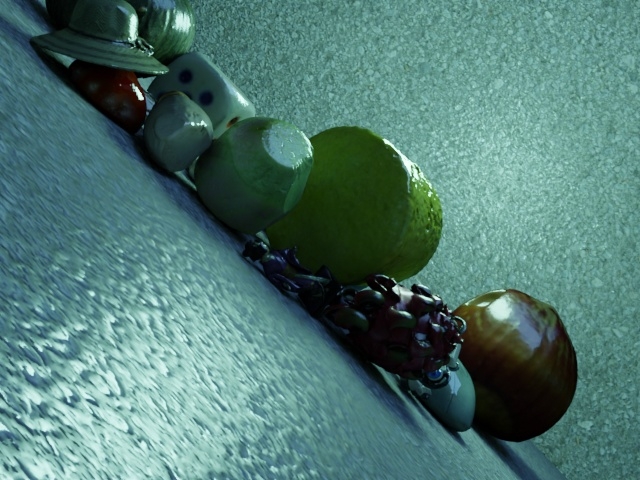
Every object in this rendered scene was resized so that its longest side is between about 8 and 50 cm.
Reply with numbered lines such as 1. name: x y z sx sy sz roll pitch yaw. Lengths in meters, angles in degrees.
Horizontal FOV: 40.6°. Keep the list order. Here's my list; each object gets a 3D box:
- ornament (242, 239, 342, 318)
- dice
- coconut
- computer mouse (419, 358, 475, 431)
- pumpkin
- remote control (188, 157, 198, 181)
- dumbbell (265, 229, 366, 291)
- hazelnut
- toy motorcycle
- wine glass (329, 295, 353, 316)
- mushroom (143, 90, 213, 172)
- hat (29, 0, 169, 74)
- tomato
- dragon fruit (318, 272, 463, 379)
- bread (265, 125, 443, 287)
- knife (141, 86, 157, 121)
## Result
1. ornament: -0.053 0.049 1.556 0.203 0.081 0.088 42 5 -39
2. dice: -0.277 -0.305 1.995 0.194 0.192 0.193 45 6 9
3. coconut: -0.130 -0.120 1.646 0.205 0.235 0.236 11 26 -36
4. computer mouse: 0.253 0.293 2.005 0.188 0.122 0.371 43 2 -34
5. pumpkin: -0.448 -0.520 1.936 0.327 0.257 0.291 53 19 15
6. remote control: -0.244 -0.135 1.780 0.074 0.032 0.122 44 3 -22
7. dumbbell: 0.000 0.001 2.115 0.316 0.156 0.144 43 -26 -30
8. hazelnut: 0.518 0.357 2.405 0.429 0.402 0.402 50 3 -18
9. toy motorcycle: 0.223 0.238 1.855 0.221 0.150 0.102 -63 149 -44
10. wine glass: 0.065 0.149 1.843 0.074 0.074 0.262 48 6 24
11. mushroom: -0.271 -0.210 1.621 0.128 0.128 0.350 44 3 -19
12. hat: -0.382 -0.380 1.535 0.252 0.109 0.252 14 16 -4
13. tomato: -0.381 -0.288 1.578 0.166 0.082 0.174 39 10 -50
14. dragon fruit: 0.141 0.156 1.665 0.273 0.198 0.218 41 15 -39
15. bread: 0.087 -0.051 1.858 0.348 0.348 0.308 48 16 32
16. knife: -0.297 -0.222 1.856 0.365 0.043 0.089 39 39 -16
